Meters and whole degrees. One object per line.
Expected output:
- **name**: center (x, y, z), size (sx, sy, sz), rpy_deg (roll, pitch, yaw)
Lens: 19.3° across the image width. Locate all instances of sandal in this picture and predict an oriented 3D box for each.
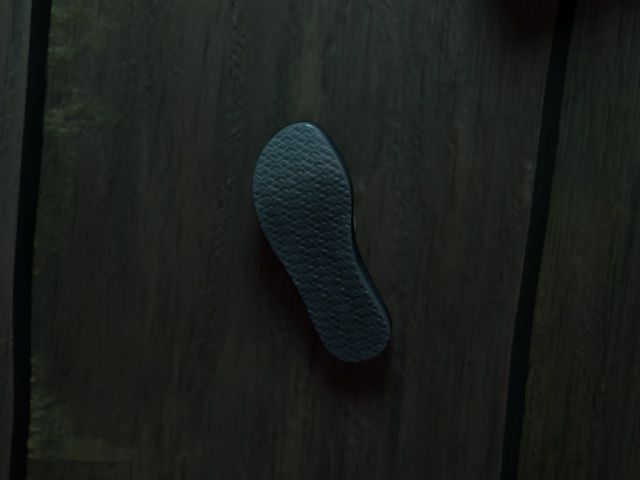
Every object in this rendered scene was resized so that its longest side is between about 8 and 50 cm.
- **sandal**: center (-0.001, 0.001, 1.838), size (0.097, 0.054, 0.255), rpy_deg (-12, 113, 11)
